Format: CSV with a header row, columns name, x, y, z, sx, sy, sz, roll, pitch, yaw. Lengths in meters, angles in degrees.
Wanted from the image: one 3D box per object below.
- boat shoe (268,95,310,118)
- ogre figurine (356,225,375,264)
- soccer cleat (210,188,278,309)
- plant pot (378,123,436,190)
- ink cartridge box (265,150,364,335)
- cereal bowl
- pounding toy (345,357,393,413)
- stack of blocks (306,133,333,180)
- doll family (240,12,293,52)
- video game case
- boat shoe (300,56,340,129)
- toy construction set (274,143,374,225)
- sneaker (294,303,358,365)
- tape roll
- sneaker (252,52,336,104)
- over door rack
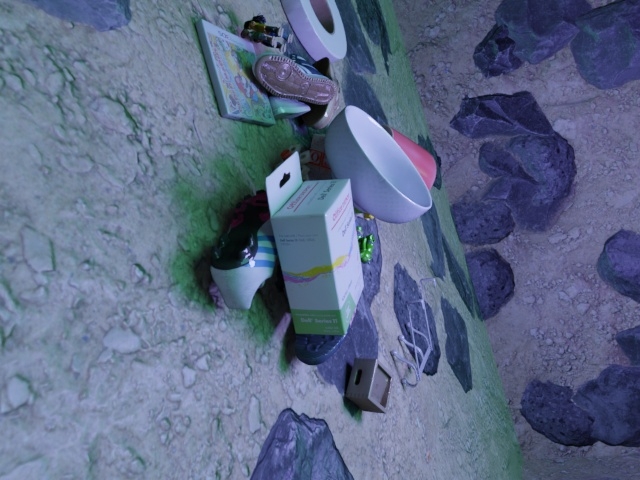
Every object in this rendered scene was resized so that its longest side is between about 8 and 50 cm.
name,x,y,z,sx,sy,sz,roll,pitch,yaw
boat shoe,-0.091,-0.382,1.295,0.184,0.066,0.063,-28,101,-53
ogre figurine,0.097,0.000,1.396,0.197,0.097,0.118,50,28,-45
soccer cleat,-0.136,0.009,0.953,0.331,0.116,0.143,-65,155,-56
plant pot,0.255,-0.283,1.702,0.243,0.275,0.275,33,47,-40
ink cartridge box,0.000,0.000,0.982,0.207,0.119,0.353,-59,143,-57
cereal bowl,0.128,-0.175,1.184,0.339,0.141,0.339,39,29,-26
pounding toy,0.133,0.388,1.266,0.130,0.100,0.141,50,46,-38
stack of blocks,0.068,-0.278,1.416,0.297,0.087,0.171,-27,133,-63
doll family,-0.150,-0.555,1.231,0.193,0.111,0.076,-37,143,-75
video game case,-0.201,-0.400,1.125,0.206,0.026,0.227,-14,88,-63
boat shoe,0.017,-0.457,1.469,0.110,0.122,0.341,48,35,-39
toy construction set,0.003,-0.095,1.203,0.328,0.151,0.215,44,64,-30
sneaker,0.027,0.212,1.132,0.319,0.112,0.131,-52,153,-51
tape roll,-0.025,-0.832,1.658,0.392,0.072,0.392,41,41,-48
sneaker,-0.097,-0.459,1.253,0.282,0.099,0.153,2,38,-48
over door rack,0.330,0.312,1.621,0.239,0.108,0.324,-35,128,-62
